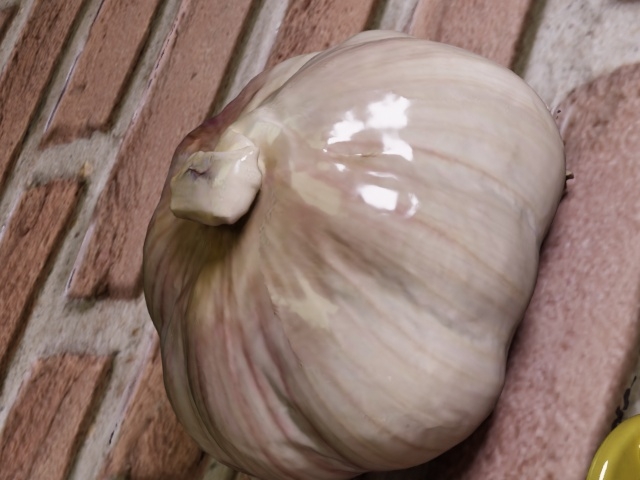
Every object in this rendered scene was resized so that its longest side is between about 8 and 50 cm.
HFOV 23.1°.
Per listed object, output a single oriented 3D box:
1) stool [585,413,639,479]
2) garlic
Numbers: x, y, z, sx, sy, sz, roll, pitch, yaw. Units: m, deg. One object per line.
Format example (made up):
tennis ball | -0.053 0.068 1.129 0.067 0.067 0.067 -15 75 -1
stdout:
stool | 0.198 0.137 0.743 0.110 0.134 0.135 -8 101 48
garlic | 0.010 0.009 1.014 0.322 0.241 0.322 -52 11 15
